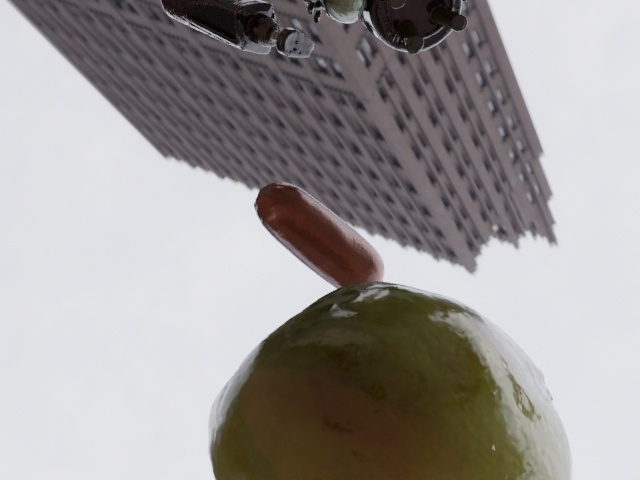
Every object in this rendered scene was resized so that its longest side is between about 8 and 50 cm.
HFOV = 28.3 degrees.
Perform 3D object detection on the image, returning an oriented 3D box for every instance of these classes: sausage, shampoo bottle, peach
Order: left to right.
[{"bbox_3d":[-0.104,-0.269,1.537,0.236,0.068,0.067,32,-55,43],"label":"shampoo bottle"},{"bbox_3d":[0.000,0.000,1.535,0.194,0.077,0.077,40,-96,-16],"label":"sausage"},{"bbox_3d":[0.065,0.188,1.158,0.314,0.281,0.315,-32,-116,0],"label":"peach"}]

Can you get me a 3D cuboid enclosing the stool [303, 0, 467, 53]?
[{"bbox_3d":[0.089,-0.302,1.593,0.217,0.125,0.121,3,-158,-13],"label":"stool"}]
